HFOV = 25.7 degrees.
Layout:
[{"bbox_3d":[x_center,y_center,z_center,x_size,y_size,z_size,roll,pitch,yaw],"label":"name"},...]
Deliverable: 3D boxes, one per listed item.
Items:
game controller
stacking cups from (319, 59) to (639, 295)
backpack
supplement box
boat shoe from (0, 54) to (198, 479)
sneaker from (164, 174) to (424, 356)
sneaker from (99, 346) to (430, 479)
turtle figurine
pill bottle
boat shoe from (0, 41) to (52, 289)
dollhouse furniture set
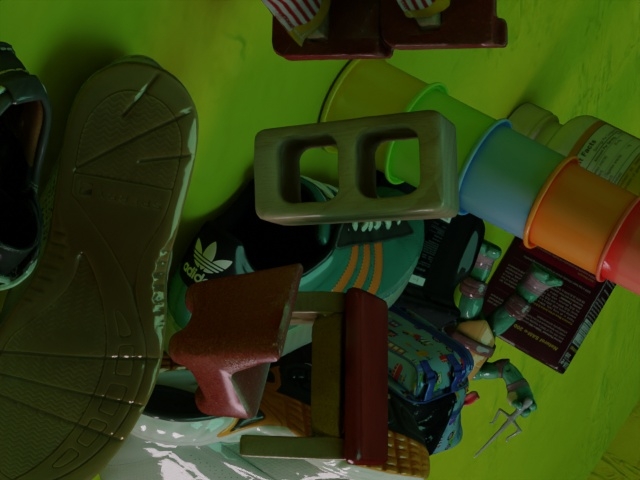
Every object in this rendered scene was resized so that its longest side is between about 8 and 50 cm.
[{"bbox_3d":[0.087,0.020,1.391,0.319,0.067,0.166,20,84,-68],"label":"game controller"},{"bbox_3d":[0.148,-0.038,1.091,0.096,0.316,0.096,-45,154,-28],"label":"stacking cups"},{"bbox_3d":[0.058,0.116,1.208,0.173,0.158,0.117,-4,122,-55],"label":"backpack"},{"bbox_3d":[0.305,0.032,1.756,0.239,0.130,0.073,-59,158,-1],"label":"supplement box"},{"bbox_3d":[-0.136,0.021,0.849,0.096,0.098,0.277,-114,-137,-71],"label":"boat shoe"},{"bbox_3d":[0.000,0.000,1.097,0.302,0.108,0.121,-29,146,-50],"label":"sneaker"},{"bbox_3d":[-0.048,0.158,1.076,0.099,0.262,0.121,-92,-158,-49],"label":"sneaker"},{"bbox_3d":[0.174,0.122,1.619,0.175,0.118,0.234,21,99,-26],"label":"turtle figurine"},{"bbox_3d":[0.305,-0.051,1.501,0.136,0.245,0.136,-46,154,-30],"label":"pill bottle"},{"bbox_3d":[-0.189,-0.001,0.738,0.084,0.079,0.233,-36,151,-49],"label":"boat shoe"},{"bbox_3d":[0.014,-0.064,0.783,0.201,0.152,0.374,24,64,-69],"label":"dollhouse furniture set"}]
